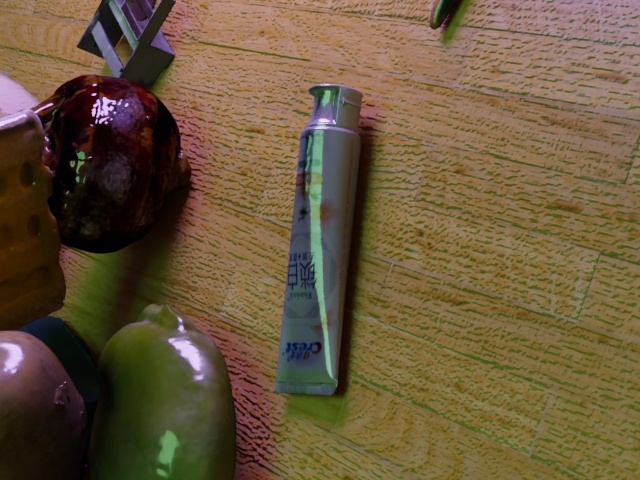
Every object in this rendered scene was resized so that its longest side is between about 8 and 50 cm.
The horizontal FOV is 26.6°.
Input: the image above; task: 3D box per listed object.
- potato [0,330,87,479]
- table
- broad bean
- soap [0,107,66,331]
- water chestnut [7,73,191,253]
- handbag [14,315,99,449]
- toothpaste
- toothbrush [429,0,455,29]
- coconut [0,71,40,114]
[{"bbox_3d":[-0.330,0.225,1.491,0.141,0.296,0.192,5,49,11],"label":"potato"},{"bbox_3d":[-0.250,-0.285,1.825,0.175,0.062,0.146,-53,42,22],"label":"table"},{"bbox_3d":[-0.174,0.207,1.479,0.238,0.119,0.291,-49,40,33],"label":"broad bean"},{"bbox_3d":[-0.434,0.003,1.515,0.143,0.281,0.259,24,125,40],"label":"soap"},{"bbox_3d":[-0.288,-0.092,1.664,0.223,0.238,0.224,-34,49,51],"label":"water chestnut"},{"bbox_3d":[-0.441,0.161,1.653,0.238,0.326,0.089,47,125,47],"label":"handbag"},{"bbox_3d":[0.000,0.000,1.419,0.100,0.066,0.323,-5,76,49],"label":"toothpaste"},{"bbox_3d":[0.179,-0.365,1.383,0.321,0.031,0.023,-65,11,6],"label":"toothbrush"},{"bbox_3d":[-0.526,-0.061,1.869,0.352,0.352,0.353,-23,58,42],"label":"coconut"}]
